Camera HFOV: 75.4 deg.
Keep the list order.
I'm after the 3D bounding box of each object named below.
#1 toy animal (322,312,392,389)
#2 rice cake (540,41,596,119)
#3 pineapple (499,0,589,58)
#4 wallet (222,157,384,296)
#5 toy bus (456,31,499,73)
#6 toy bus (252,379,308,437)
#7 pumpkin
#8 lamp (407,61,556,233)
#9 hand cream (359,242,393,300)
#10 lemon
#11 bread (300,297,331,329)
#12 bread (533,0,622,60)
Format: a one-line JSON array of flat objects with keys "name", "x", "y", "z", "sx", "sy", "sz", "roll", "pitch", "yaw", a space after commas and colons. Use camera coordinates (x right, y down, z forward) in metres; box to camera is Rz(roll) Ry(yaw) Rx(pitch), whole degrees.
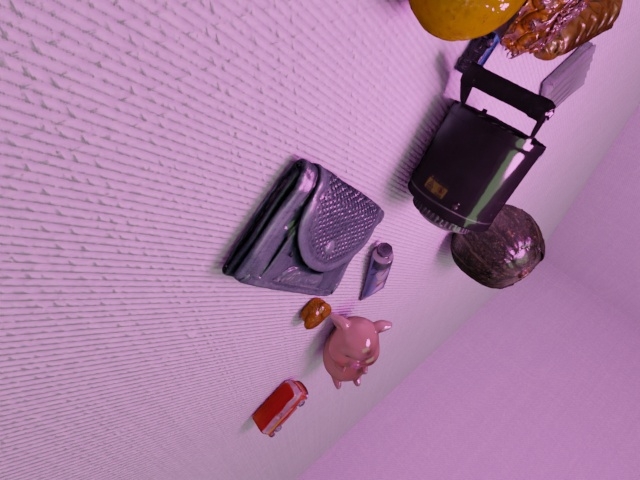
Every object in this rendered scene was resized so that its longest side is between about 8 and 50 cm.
[{"name": "toy animal", "x": 0.091, "y": 0.310, "z": 1.197, "sx": 0.166, "sy": 0.154, "sz": 0.250, "roll": -4, "pitch": 140, "yaw": -22}, {"name": "rice cake", "x": 0.703, "y": -0.452, "z": 1.198, "sx": 0.198, "sy": 0.037, "sz": 0.189, "roll": -46, "pitch": 151, "yaw": -1}, {"name": "pineapple", "x": 0.441, "y": -0.436, "z": 0.781, "sx": 0.224, "sy": 0.076, "sz": 0.225, "roll": -38, "pitch": 169, "yaw": -9}, {"name": "wallet", "x": 0.000, "y": 0.000, "z": 0.788, "sx": 0.237, "sy": 0.075, "sz": 0.342, "roll": -55, "pitch": 150, "yaw": 8}, {"name": "toy bus", "x": 0.297, "y": -0.351, "z": 0.782, "sx": 0.046, "sy": 0.038, "sz": 0.083, "roll": -5, "pitch": 131, "yaw": -54}, {"name": "toy bus", "x": -0.119, "y": 0.487, "z": 1.219, "sx": 0.174, "sy": 0.079, "sz": 0.077, "roll": -47, "pitch": 141, "yaw": -1}, {"name": "pumpkin", "x": 0.610, "y": 0.021, "z": 1.416, "sx": 0.327, "sy": 0.258, "sz": 0.291, "roll": 7, "pitch": 133, "yaw": -49}, {"name": "lamp", "x": 0.314, "y": -0.149, "z": 0.876, "sx": 0.272, "sy": 0.205, "sz": 0.374, "roll": -58, "pitch": 160, "yaw": 10}, {"name": "hand cream", "x": 0.155, "y": 0.089, "z": 1.130, "sx": 0.088, "sy": 0.055, "sz": 0.256, "roll": -30, "pitch": 153, "yaw": -21}, {"name": "lemon", "x": 0.189, "y": -0.356, "z": 0.508, "sx": 0.170, "sy": 0.170, "sz": 0.208, "roll": -32, "pitch": 141, "yaw": -25}, {"name": "bread", "x": -0.011, "y": 0.178, "z": 1.012, "sx": 0.083, "sy": 0.046, "sz": 0.081, "roll": -28, "pitch": 148, "yaw": -33}, {"name": "bread", "x": 0.580, "y": -0.486, "z": 0.944, "sx": 0.269, "sy": 0.098, "sz": 0.087, "roll": -33, "pitch": 106, "yaw": -24}]
